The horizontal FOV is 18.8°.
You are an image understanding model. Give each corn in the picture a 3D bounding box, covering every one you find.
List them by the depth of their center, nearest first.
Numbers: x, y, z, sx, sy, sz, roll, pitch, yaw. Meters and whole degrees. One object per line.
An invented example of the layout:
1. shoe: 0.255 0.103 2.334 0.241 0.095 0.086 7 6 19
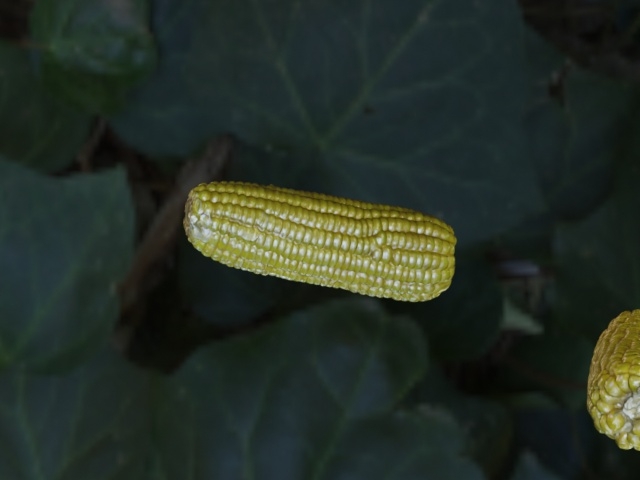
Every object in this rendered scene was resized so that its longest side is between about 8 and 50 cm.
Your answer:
1. corn: 0.000 0.000 1.551 0.231 0.080 0.080 9 147 -18
2. corn: 0.305 0.136 1.874 0.101 0.102 0.310 -5 -174 7
